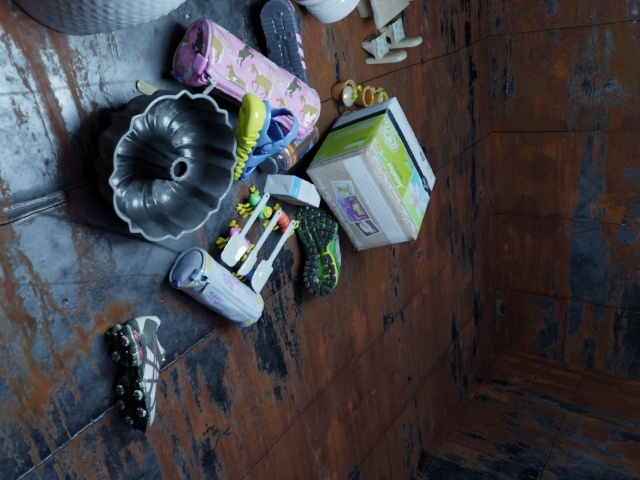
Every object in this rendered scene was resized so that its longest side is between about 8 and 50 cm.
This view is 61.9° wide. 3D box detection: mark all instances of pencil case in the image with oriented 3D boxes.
[{"bbox_3d":[-0.258,0.125,1.366,0.273,0.124,0.113,48,59,-48],"label":"pencil case"},{"bbox_3d":[-0.167,-0.380,1.312,0.386,0.160,0.167,19,84,-46],"label":"pencil case"}]

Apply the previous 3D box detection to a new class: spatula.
[{"bbox_3d":[-0.159,-0.002,1.437,0.168,0.019,0.242,47,58,-32],"label":"spatula"}]

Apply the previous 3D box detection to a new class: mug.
[{"bbox_3d":[-0.359,-0.559,0.903,0.276,0.328,0.374,-26,118,-49],"label":"mug"}]

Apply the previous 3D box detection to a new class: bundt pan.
[{"bbox_3d":[-0.340,-0.169,1.151,0.331,0.124,0.331,-36,138,-40],"label":"bundt pan"}]

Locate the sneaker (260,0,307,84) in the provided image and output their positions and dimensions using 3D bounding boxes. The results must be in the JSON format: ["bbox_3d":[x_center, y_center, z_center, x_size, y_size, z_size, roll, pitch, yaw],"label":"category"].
[{"bbox_3d":[-0.091,-0.508,1.482,0.131,0.112,0.319,-84,172,-55],"label":"sneaker"}]

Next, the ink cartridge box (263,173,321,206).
[{"bbox_3d":[-0.069,-0.142,1.583,0.180,0.104,0.060,18,82,-53],"label":"ink cartridge box"}]

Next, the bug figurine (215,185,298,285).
[{"bbox_3d":[-0.174,-0.011,1.496,0.279,0.072,0.216,-61,140,-25],"label":"bug figurine"}]

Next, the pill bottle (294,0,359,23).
[{"bbox_3d":[-0.043,-0.758,1.399,0.361,0.204,0.204,33,71,-52],"label":"pill bottle"}]

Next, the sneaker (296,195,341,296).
[{"bbox_3d":[0.000,0.000,1.719,0.146,0.134,0.343,-25,116,-77],"label":"sneaker"}]

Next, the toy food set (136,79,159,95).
[{"bbox_3d":[-0.373,-0.248,1.198,0.132,0.038,0.192,16,85,-54],"label":"toy food set"}]

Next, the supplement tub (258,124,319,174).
[{"bbox_3d":[-0.095,-0.268,1.519,0.198,0.106,0.106,-50,134,-36],"label":"supplement tub"}]

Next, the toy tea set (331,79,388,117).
[{"bbox_3d":[0.169,-0.441,1.827,0.336,0.124,0.200,-5,102,-54],"label":"toy tea set"}]

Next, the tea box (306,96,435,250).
[{"bbox_3d":[0.170,-0.202,1.653,0.329,0.220,0.323,55,41,-29],"label":"tea box"}]

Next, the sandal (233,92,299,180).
[{"bbox_3d":[-0.147,-0.234,1.306,0.138,0.317,0.126,0,73,-21],"label":"sandal"}]

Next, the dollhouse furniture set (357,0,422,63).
[{"bbox_3d":[0.305,-0.855,1.812,0.394,0.256,0.362,-50,134,-36],"label":"dollhouse furniture set"}]

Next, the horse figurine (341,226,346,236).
[{"bbox_3d":[0.103,-0.163,1.851,0.174,0.066,0.263,-31,123,-53],"label":"horse figurine"}]

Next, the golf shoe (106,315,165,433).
[{"bbox_3d":[-0.403,0.308,1.229,0.120,0.105,0.273,-23,116,-58],"label":"golf shoe"}]
